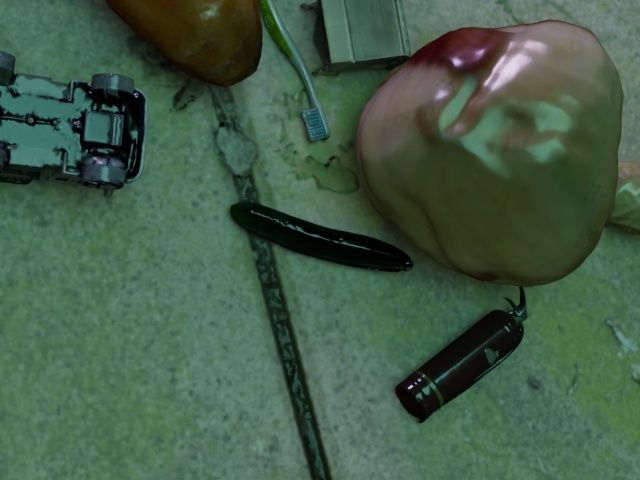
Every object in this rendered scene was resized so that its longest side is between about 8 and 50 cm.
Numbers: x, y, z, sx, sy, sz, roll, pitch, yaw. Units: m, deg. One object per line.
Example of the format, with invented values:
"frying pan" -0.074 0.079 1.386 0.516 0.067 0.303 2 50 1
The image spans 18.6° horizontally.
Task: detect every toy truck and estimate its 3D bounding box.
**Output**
"toy truck" -0.286 -0.102 1.728 0.253 0.124 0.114 8 81 -19

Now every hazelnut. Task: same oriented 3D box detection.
"hazelnut" 0.174 -0.082 1.836 0.261 0.241 0.261 -1 84 13

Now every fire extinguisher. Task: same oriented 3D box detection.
"fire extinguisher" 0.144 0.111 1.878 0.158 0.043 0.064 -36 124 -19

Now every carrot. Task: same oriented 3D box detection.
"carrot" -0.127 -0.243 1.783 0.159 0.159 0.225 -38 97 -19

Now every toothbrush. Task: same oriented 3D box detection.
"toothbrush" -0.043 -0.219 1.876 0.026 0.022 0.263 -19 89 -31

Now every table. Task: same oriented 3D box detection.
"table" 0.033 -0.202 1.875 0.083 0.062 0.079 -8 85 -19

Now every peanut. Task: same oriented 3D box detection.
"peanut" 0.350 -0.050 1.951 0.187 0.082 0.082 -12 86 -20

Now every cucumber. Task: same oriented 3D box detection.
"cucumber" 0.000 0.000 1.853 0.184 0.033 0.036 17 102 -15
